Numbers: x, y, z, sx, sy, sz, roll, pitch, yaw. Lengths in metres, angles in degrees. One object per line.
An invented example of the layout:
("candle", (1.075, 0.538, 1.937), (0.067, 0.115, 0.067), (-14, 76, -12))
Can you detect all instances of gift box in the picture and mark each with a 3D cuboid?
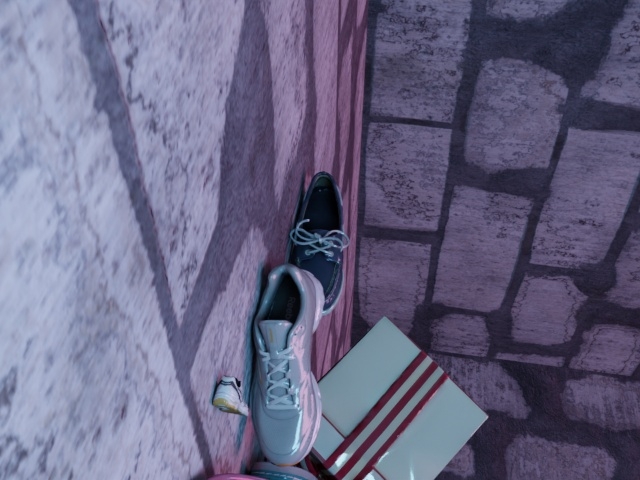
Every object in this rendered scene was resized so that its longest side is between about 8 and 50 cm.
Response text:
("gift box", (0.068, 0.287, 1.101), (0.258, 0.255, 0.276), (-44, 166, -16))

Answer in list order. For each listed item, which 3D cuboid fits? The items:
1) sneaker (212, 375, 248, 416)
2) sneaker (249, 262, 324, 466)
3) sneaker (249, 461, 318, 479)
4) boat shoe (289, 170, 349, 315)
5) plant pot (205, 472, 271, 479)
("sneaker", (-0.093, 0.169, 0.771), (0.083, 0.032, 0.036), (83, 15, -68))
("sneaker", (-0.054, 0.153, 0.910), (0.121, 0.099, 0.262), (57, 32, -69))
("sneaker", (-0.057, 0.428, 1.025), (0.302, 0.108, 0.121), (89, 9, -47))
("boat shoe", (0.000, 0.000, 1.149), (0.079, 0.095, 0.254), (91, 7, -54))
("plant pot", (-0.055, 0.349, 0.670), (0.201, 0.201, 0.180), (43, 70, -82))
